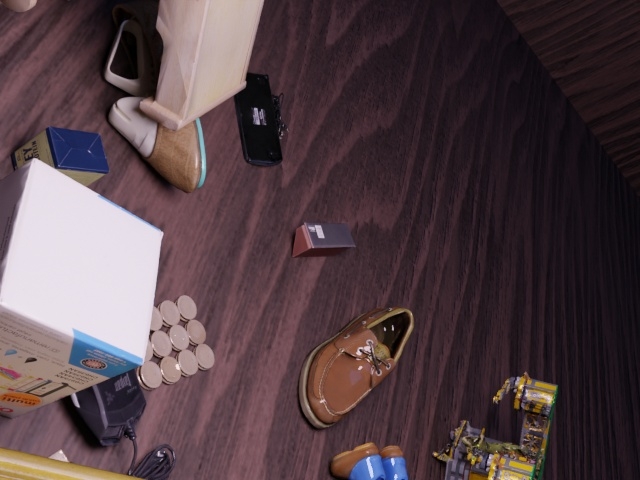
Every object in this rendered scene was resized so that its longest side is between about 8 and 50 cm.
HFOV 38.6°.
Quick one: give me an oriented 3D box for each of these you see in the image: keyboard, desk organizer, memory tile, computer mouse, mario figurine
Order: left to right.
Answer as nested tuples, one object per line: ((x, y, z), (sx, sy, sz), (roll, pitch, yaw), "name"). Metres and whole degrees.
((-0.276, 0.201, 1.076), (0.184, 0.060, 0.262), (-37, 111, -61), "computer mouse")
((-0.208, 0.138, 1.252), (0.148, 0.012, 0.113), (-12, 78, -57), "memory tile")
((-0.108, -0.211, 1.631), (0.100, 0.038, 0.192), (4, 64, -28), "keyboard")
((0.000, 0.000, 1.604), (0.130, 0.050, 0.047), (0, 68, -55), "desk organizer")
((0.093, 0.480, 1.374), (0.198, 0.170, 0.320), (-6, 56, -18), "mario figurine")

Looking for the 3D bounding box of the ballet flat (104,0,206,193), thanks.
((-0.258, -0.224, 1.364), (0.124, 0.116, 0.342), (3, 63, -31), "ballet flat")

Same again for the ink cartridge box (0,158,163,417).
((-0.313, 0.061, 0.956), (0.171, 0.233, 0.168), (32, 46, -39), "ink cartridge box")

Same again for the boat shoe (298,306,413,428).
((0.065, 0.191, 1.510), (0.110, 0.104, 0.307), (56, 33, -11), "boat shoe")

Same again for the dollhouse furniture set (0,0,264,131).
((-0.284, -0.375, 1.271), (0.394, 0.256, 0.362), (30, 40, 14), "dollhouse furniture set")

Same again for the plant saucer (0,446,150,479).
((-0.265, 0.328, 0.811), (0.333, 0.081, 0.332), (14, 46, -4), "plant saucer")

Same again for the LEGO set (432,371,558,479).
((0.278, 0.375, 1.572), (0.331, 0.192, 0.255), (-56, 152, -48), "LEGO set")

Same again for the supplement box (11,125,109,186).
((-0.334, -0.100, 1.176), (0.083, 0.083, 0.056), (3, 66, -54), "supplement box")
